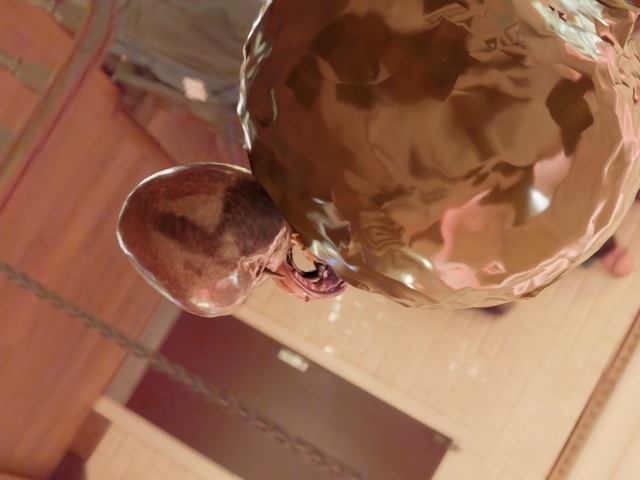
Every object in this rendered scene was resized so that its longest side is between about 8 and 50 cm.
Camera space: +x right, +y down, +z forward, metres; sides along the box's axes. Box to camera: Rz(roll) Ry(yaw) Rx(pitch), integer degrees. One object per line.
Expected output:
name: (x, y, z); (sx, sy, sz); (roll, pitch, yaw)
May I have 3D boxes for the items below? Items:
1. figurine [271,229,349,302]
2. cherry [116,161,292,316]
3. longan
figurine: (-0.005, -0.007, 1.336); (0.126, 0.114, 0.157); (-22, 160, -15)
cherry: (-0.111, -0.008, 1.213); (0.176, 0.176, 0.140); (-35, 156, -53)
longan: (0.119, -0.127, 1.132); (0.391, 0.391, 0.391); (-50, 157, -31)
